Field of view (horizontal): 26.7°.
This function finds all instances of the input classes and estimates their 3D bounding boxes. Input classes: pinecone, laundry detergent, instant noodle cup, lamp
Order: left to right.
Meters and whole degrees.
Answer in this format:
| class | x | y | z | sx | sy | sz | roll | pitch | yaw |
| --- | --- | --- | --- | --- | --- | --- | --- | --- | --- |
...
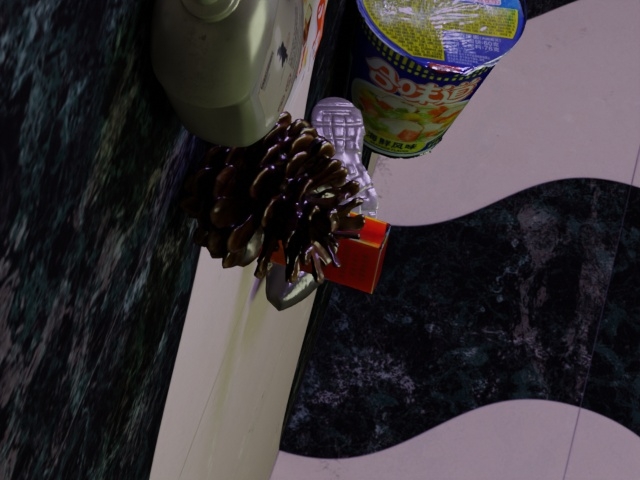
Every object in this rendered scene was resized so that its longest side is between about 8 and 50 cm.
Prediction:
| class | x | y | z | sx | sy | sz | roll | pitch | yaw |
| --- | --- | --- | --- | --- | --- | --- | --- | --- | --- |
| laundry detergent | -0.069 | -0.172 | 1.045 | 0.253 | 0.091 | 0.181 | 47 | 58 | -83 |
| pinecone | -0.035 | -0.032 | 1.273 | 0.163 | 0.165 | 0.163 | -37 | 147 | -30 |
| lamp | -0.022 | 0.018 | 2.035 | 0.101 | 0.101 | 0.250 | 101 | 15 | -45 |
| instant noodle cup | 0.156 | -0.294 | 2.192 | 0.312 | 0.284 | 0.284 | 112 | -1 | -57 |

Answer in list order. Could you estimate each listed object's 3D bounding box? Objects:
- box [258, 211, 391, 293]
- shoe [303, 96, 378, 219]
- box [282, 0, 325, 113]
| class | x | y | z | sx | sy | sz | roll | pitch | yaw |
| --- | --- | --- | --- | --- | --- | --- | --- | --- | --- |
| box | 0.000 | -0.001 | 1.801 | 0.112 | 0.175 | 0.048 | 100 | 10 | -55 |
| shoe | 0.018 | -0.095 | 2.036 | 0.125 | 0.099 | 0.227 | 140 | -53 | -69 |
| box | -0.042 | -0.221 | 1.390 | 0.273 | 0.048 | 0.265 | 99 | 9 | -56 |
